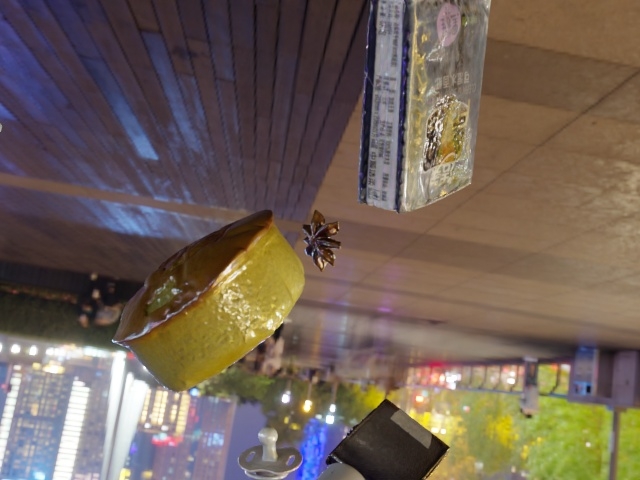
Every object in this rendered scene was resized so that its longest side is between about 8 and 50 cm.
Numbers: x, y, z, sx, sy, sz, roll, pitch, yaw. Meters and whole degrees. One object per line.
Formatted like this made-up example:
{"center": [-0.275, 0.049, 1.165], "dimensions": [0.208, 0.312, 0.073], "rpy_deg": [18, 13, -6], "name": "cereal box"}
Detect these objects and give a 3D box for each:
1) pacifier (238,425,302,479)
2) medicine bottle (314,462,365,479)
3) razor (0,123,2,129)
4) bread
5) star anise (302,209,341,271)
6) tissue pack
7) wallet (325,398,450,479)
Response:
{"center": [-0.078, 0.318, 1.099], "dimensions": [0.099, 0.078, 0.081], "rpy_deg": [2, -165, 14], "name": "pacifier"}
{"center": [0.005, 0.478, 1.289], "dimensions": [0.105, 0.105, 0.168], "rpy_deg": [0, -161, 39], "name": "medicine bottle"}
{"center": [-0.643, -0.243, 1.242], "dimensions": [0.106, 0.068, 0.232], "rpy_deg": [-19, 150, 24], "name": "razor"}
{"center": [-0.148, 0.073, 0.984], "dimensions": [0.148, 0.270, 0.270], "rpy_deg": [53, 154, -13], "name": "bread"}
{"center": [0.000, 0.000, 1.944], "dimensions": [0.057, 0.167, 0.168], "rpy_deg": [-17, -175, -35], "name": "star anise"}
{"center": [0.177, -0.246, 1.252], "dimensions": [0.122, 0.361, 0.259], "rpy_deg": [18, -155, 37], "name": "tissue pack"}
{"center": [0.172, 0.545, 1.851], "dimensions": [0.221, 0.262, 0.071], "rpy_deg": [33, 137, 24], "name": "wallet"}
